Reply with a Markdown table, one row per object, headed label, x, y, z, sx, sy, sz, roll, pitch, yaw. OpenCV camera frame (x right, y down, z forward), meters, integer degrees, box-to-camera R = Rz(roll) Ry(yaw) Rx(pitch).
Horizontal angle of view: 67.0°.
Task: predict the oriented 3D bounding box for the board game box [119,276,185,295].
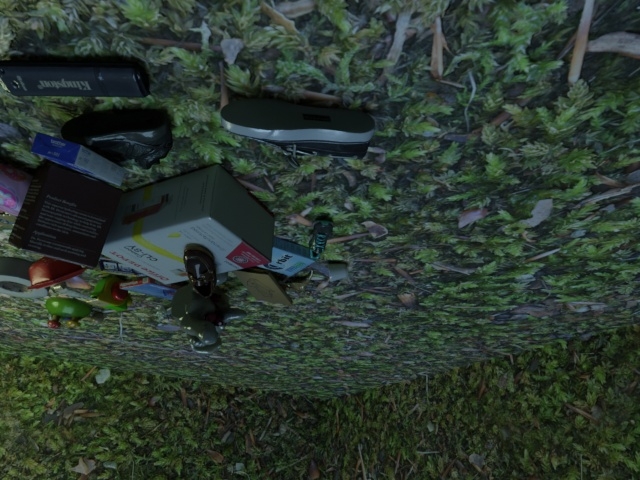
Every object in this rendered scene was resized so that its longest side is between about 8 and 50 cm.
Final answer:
| label | x | y | z | sx | sy | sz | roll | pitch | yaw |
| --- | --- | --- | --- | --- | --- | --- | --- | --- | --- |
| board game box | -0.587 | 0.183 | 1.800 | 0.145 | 0.027 | 0.281 | -9 | 161 | 23 |

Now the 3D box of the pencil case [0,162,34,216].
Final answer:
| label | x | y | z | sx | sy | sz | roll | pitch | yaw |
| --- | --- | --- | --- | --- | --- | --- | --- | --- | --- |
| pencil case | -0.778 | -0.124 | 1.189 | 0.124 | 0.124 | 0.284 | -22 | 143 | 38 |

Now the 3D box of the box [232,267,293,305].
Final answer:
| label | x | y | z | sx | sy | sz | roll | pitch | yaw |
| --- | --- | --- | --- | --- | --- | --- | --- | --- | --- |
| box | -0.207 | 0.161 | 1.712 | 0.164 | 0.021 | 0.201 | 4 | 145 | 30 |

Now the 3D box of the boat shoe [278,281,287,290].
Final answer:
| label | x | y | z | sx | sy | sz | roll | pitch | yaw |
| --- | --- | --- | --- | --- | --- | --- | --- | --- | --- |
| boat shoe | -0.189 | 0.158 | 1.760 | 0.137 | 0.043 | 0.049 | 16 | 153 | 11 |

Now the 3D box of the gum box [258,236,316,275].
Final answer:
| label | x | y | z | sx | sy | sz | roll | pitch | yaw |
| --- | --- | --- | --- | --- | --- | --- | --- | --- | --- |
| gum box | -0.133 | 0.052 | 1.561 | 0.184 | 0.041 | 0.157 | 20 | 148 | -29 |

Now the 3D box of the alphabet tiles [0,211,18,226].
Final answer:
| label | x | y | z | sx | sy | sz | roll | pitch | yaw |
| --- | --- | --- | --- | --- | --- | --- | --- | --- | --- |
| alphabet tiles | -0.982 | -0.122 | 1.323 | 0.342 | 0.011 | 0.285 | 9 | 152 | -14 |

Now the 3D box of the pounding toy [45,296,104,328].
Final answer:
| label | x | y | z | sx | sy | sz | roll | pitch | yaw |
| --- | --- | --- | --- | --- | --- | --- | --- | --- | --- |
| pounding toy | -1.079 | 0.338 | 2.089 | 0.183 | 0.110 | 0.237 | -6 | 151 | 15 |

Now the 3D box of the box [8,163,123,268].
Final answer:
| label | x | y | z | sx | sy | sz | roll | pitch | yaw |
| --- | --- | --- | --- | --- | --- | --- | --- | --- | --- |
| box | -0.609 | -0.057 | 1.157 | 0.168 | 0.203 | 0.167 | 23 | 170 | -40 |

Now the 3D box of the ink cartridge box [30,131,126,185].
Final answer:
| label | x | y | z | sx | sy | sz | roll | pitch | yaw |
| --- | --- | --- | --- | --- | --- | --- | --- | --- | --- |
| ink cartridge box | -0.520 | -0.173 | 1.058 | 0.097 | 0.046 | 0.207 | 17 | 175 | 3 |

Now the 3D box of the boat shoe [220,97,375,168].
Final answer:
| label | x | y | z | sx | sy | sz | roll | pitch | yaw |
| --- | --- | --- | --- | --- | --- | --- | --- | --- | --- |
| boat shoe | -0.047 | -0.214 | 0.982 | 0.306 | 0.113 | 0.105 | -1 | 139 | -14 |

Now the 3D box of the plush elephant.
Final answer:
| label | x | y | z | sx | sy | sz | roll | pitch | yaw |
| --- | --- | --- | --- | --- | --- | --- | --- | --- | --- |
| plush elephant | -0.399 | 0.265 | 1.756 | 0.330 | 0.272 | 0.255 | -15 | 154 | 34 |

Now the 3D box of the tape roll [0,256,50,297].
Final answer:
| label | x | y | z | sx | sy | sz | roll | pitch | yaw |
| --- | --- | --- | --- | --- | --- | --- | --- | --- | --- |
| tape roll | -1.098 | 0.138 | 1.755 | 0.219 | 0.072 | 0.219 | 2 | 153 | 1 |

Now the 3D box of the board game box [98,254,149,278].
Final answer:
| label | x | y | z | sx | sy | sz | roll | pitch | yaw |
| --- | --- | --- | --- | --- | --- | --- | --- | --- | --- |
| board game box | -0.652 | 0.075 | 1.632 | 0.170 | 0.048 | 0.141 | 10 | 153 | -15 |

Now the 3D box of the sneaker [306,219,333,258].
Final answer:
| label | x | y | z | sx | sy | sz | roll | pitch | yaw |
| --- | --- | --- | --- | --- | --- | --- | --- | --- | --- |
| sneaker | 0.000 | 0.000 | 1.418 | 0.065 | 0.076 | 0.166 | 6 | 152 | -8 |

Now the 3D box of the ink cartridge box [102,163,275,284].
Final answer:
| label | x | y | z | sx | sy | sz | roll | pitch | yaw |
| --- | --- | --- | --- | --- | --- | --- | --- | --- | --- |
| ink cartridge box | -0.358 | -0.024 | 1.306 | 0.384 | 0.160 | 0.279 | -12 | 150 | 24 |

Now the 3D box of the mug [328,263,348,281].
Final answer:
| label | x | y | z | sx | sy | sz | roll | pitch | yaw |
| --- | --- | --- | --- | --- | --- | --- | --- | --- | --- |
| mug | 0.060 | 0.101 | 1.641 | 0.064 | 0.078 | 0.062 | -8 | 119 | 1 |

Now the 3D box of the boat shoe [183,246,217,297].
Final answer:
| label | x | y | z | sx | sy | sz | roll | pitch | yaw |
| --- | --- | --- | --- | --- | --- | --- | --- | --- | --- |
| boat shoe | -0.311 | 0.087 | 1.265 | 0.073 | 0.073 | 0.207 | 0 | 152 | 3 |

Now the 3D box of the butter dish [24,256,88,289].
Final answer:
| label | x | y | z | sx | sy | sz | roll | pitch | yaw |
| --- | --- | --- | --- | --- | --- | --- | --- | --- | --- |
| butter dish | -0.886 | 0.083 | 1.603 | 0.160 | 0.118 | 0.160 | -15 | -171 | 25 |

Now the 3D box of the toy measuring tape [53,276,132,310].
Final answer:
| label | x | y | z | sx | sy | sz | roll | pitch | yaw |
| --- | --- | --- | --- | --- | --- | --- | --- | --- | --- |
| toy measuring tape | -0.799 | 0.169 | 1.737 | 0.121 | 0.121 | 0.330 | -10 | 155 | 21 |

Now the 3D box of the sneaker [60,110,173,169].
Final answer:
| label | x | y | z | sx | sy | sz | roll | pitch | yaw |
| --- | --- | --- | --- | --- | --- | --- | --- | --- | --- |
| sneaker | -0.428 | -0.209 | 1.041 | 0.227 | 0.087 | 0.130 | -3 | 146 | -2 |

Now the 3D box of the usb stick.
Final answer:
| label | x | y | z | sx | sy | sz | roll | pitch | yaw |
| --- | --- | --- | --- | --- | --- | --- | --- | --- | --- |
| usb stick | -0.463 | -0.303 | 0.909 | 0.278 | 0.045 | 0.077 | 2 | 153 | 2 |

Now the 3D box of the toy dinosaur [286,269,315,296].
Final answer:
| label | x | y | z | sx | sy | sz | roll | pitch | yaw |
| --- | --- | --- | --- | --- | --- | --- | --- | --- | --- |
| toy dinosaur | -0.065 | 0.166 | 1.761 | 0.092 | 0.053 | 0.183 | 26 | 144 | -35 |
